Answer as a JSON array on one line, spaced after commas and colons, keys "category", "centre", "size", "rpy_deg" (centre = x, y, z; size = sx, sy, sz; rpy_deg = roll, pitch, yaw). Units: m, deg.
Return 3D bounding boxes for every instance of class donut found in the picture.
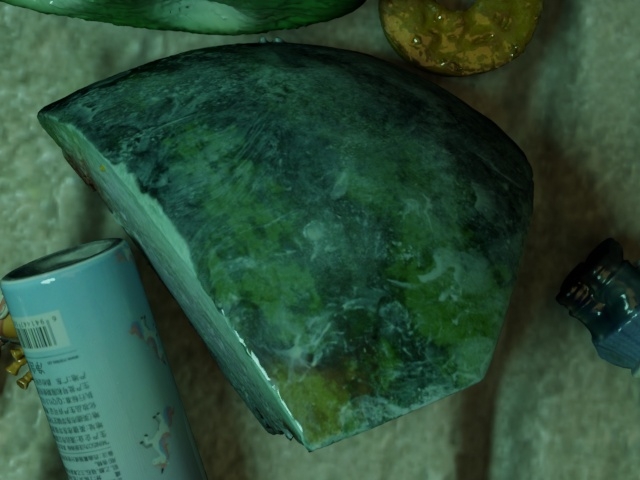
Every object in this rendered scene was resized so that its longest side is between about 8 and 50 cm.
[{"category": "donut", "centre": [0.086, -0.146, 0.850], "size": [0.097, 0.043, 0.108], "rpy_deg": [35, 81, -3]}]

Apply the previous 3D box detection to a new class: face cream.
[{"category": "face cream", "centre": [-0.107, 0.117, 0.771], "size": [0.075, 0.075, 0.229], "rpy_deg": [-18, 101, -9]}]

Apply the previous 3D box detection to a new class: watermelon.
[{"category": "watermelon", "centre": [0.000, 0.000, 0.800], "size": [0.320, 0.214, 0.289], "rpy_deg": [32, 40, 33]}]

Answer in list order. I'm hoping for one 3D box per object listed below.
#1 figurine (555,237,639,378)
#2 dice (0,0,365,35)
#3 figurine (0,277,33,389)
[{"category": "figurine", "centre": [0.215, 0.065, 0.834], "size": [0.149, 0.087, 0.086], "rpy_deg": [42, 119, -1]}, {"category": "dice", "centre": [-0.097, -0.282, 0.713], "size": [0.287, 0.297, 0.300], "rpy_deg": [4, 85, -5]}, {"category": "figurine", "centre": [-0.187, 0.070, 0.788], "size": [0.047, 0.064, 0.109], "rpy_deg": [27, 67, 11]}]
